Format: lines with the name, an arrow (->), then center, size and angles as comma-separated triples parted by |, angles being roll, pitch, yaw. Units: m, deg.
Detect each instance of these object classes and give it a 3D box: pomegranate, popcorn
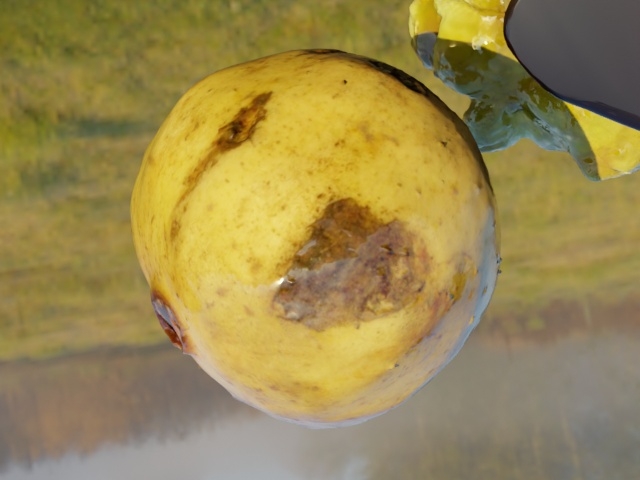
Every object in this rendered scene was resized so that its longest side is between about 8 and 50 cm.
pomegranate -> 0.000, 0.000, 1.059 | 0.281, 0.281, 0.281 | -10, 177, -1
popcorn -> 0.219, -0.172, 1.238 | 0.277, 0.276, 0.225 | -10, 149, 5

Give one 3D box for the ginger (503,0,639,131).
ginger -> 0.304, -0.212, 0.889 | 0.414, 0.358, 0.211 | 2, -153, 12
